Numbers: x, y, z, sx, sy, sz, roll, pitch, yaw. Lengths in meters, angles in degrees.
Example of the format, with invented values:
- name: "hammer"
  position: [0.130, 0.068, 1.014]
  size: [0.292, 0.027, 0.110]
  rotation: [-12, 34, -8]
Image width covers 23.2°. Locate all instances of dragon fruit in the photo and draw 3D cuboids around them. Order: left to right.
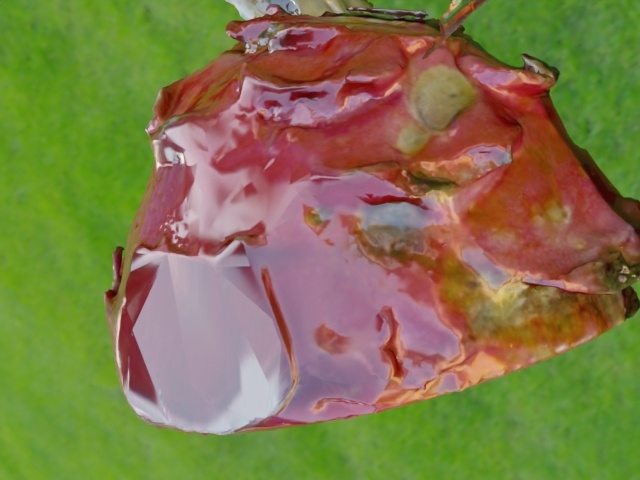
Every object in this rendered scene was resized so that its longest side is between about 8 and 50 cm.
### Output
- name: "dragon fruit"
  position: [0.000, 0.000, 0.648]
  size: [0.261, 0.189, 0.163]
  rotation: [-6, 129, 36]

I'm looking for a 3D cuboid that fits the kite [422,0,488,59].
- name: "kite"
  position: [0.058, -0.128, 0.312]
  size: [0.006, 0.244, 0.198]
  rotation: [34, 101, 25]

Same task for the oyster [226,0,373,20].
- name: "oyster"
  position: [-0.034, -0.184, 0.979]
  size: [0.232, 0.107, 0.161]
  rotation: [41, 163, 5]
